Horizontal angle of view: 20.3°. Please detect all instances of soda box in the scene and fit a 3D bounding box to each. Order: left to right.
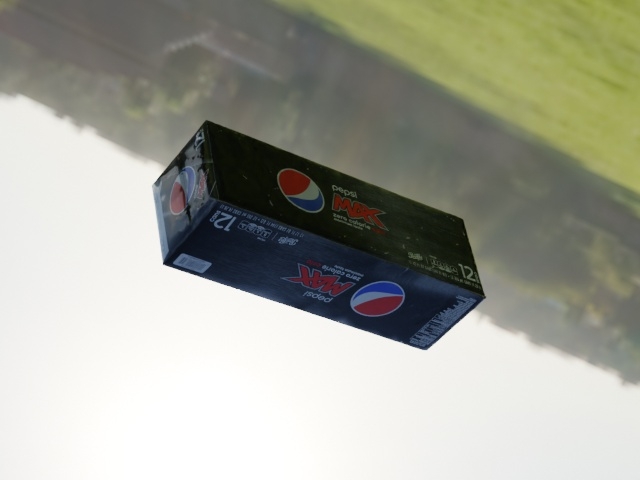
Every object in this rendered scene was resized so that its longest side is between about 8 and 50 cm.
[{"bbox_3d":[0.000,0.000,0.913,0.169,0.053,0.060,20,-141,-31],"label":"soda box"}]
